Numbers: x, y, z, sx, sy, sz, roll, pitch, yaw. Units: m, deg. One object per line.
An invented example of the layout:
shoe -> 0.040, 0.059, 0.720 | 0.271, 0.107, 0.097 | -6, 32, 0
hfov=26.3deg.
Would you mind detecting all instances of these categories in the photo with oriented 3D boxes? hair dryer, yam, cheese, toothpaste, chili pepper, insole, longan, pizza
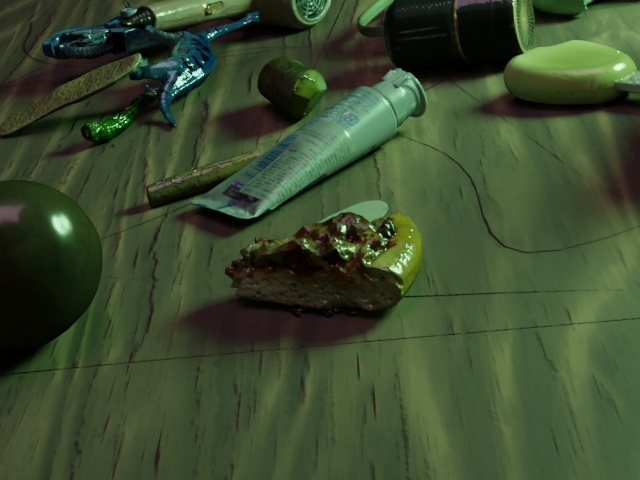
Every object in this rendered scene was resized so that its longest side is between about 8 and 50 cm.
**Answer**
hair dryer -> 0.194, -0.399, 1.873 | 0.189, 0.107, 0.352 | -4, 66, 23
yam -> -0.134, -0.074, 1.610 | 0.145, 0.032, 0.032 | -19, 24, -12
yam -> -0.034, -0.199, 1.795 | 0.069, 0.070, 0.146 | -20, 25, -17
cheese -> 0.344, -0.191, 1.612 | 0.127, 0.050, 0.255 | -29, 30, -36
toothpaste -> -0.005, -0.103, 1.578 | 0.299, 0.073, 0.114 | -34, 32, -26
chili pepper -> -0.272, -0.163, 1.865 | 0.118, 0.035, 0.055 | -32, 2, -21
insole -> 0.000, 0.000, 1.408 | 0.065, 0.004, 0.197 | 12, 33, 43
longan -> -0.296, 0.027, 1.307 | 0.187, 0.167, 0.167 | -15, 16, 44
hair dryer -> -0.162, -0.361, 2.131 | 0.344, 0.107, 0.189 | -23, 27, -39
insole -> -0.358, -0.209, 1.952 | 0.248, 0.011, 0.081 | -24, 31, 18
pizza -> 0.000, 0.014, 1.295 | 0.194, 0.069, 0.154 | -5, 25, 11

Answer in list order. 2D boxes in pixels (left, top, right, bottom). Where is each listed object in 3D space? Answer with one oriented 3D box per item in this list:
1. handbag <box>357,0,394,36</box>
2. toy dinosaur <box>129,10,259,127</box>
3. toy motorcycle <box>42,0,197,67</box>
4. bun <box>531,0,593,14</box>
handbag -> 0.171, -0.354, 2.036 | 0.219, 0.079, 0.256 | -8, 23, 25
toy dinosaur -> -0.207, -0.252, 1.986 | 0.144, 0.076, 0.329 | 4, 36, 21
toy motorcycle -> -0.317, -0.332, 2.195 | 0.254, 0.092, 0.135 | -23, 26, -36
bun -> 0.395, -0.408, 1.978 | 0.212, 0.126, 0.204 | -30, 27, -33
